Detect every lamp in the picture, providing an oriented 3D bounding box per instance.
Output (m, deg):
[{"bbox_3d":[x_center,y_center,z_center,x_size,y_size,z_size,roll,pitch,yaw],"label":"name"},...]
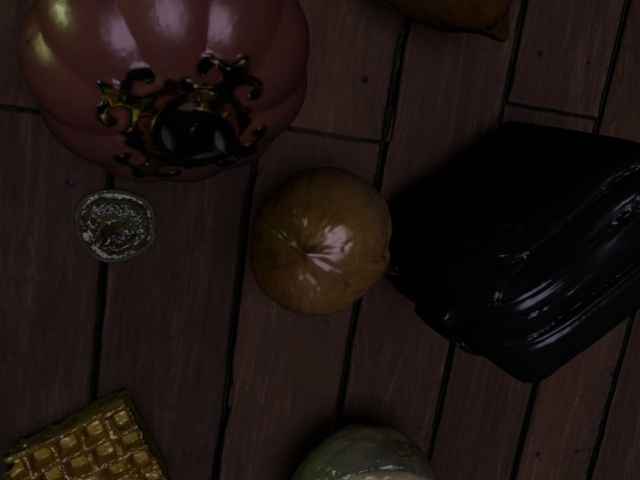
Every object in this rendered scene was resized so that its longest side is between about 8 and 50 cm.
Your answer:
[{"bbox_3d":[-0.164,-0.207,0.669,0.305,0.240,0.305,-12,150,-7],"label":"lamp"}]

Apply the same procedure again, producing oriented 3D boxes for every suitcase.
[{"bbox_3d":[0.264,-0.002,0.814,0.339,0.345,0.188,-36,118,-7],"label":"suitcase"}]

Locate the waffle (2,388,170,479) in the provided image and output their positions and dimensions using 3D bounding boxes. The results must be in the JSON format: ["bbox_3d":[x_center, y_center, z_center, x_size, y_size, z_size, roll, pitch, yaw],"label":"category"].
[{"bbox_3d":[-0.338,0.326,0.851,0.211,0.055,0.160,-26,110,-11],"label":"waffle"}]

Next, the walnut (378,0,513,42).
[{"bbox_3d":[0.135,-0.374,0.748,0.209,0.209,0.336,-45,112,-3],"label":"walnut"}]

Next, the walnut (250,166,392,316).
[{"bbox_3d":[0.000,0.000,0.791,0.195,0.222,0.195,2,101,8],"label":"walnut"}]

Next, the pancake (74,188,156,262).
[{"bbox_3d":[-0.270,-0.021,0.802,0.108,0.017,0.108,-6,110,-16],"label":"pancake"}]

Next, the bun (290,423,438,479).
[{"bbox_3d":[0.062,0.402,0.958,0.259,0.152,0.259,-3,112,-7],"label":"bun"}]
